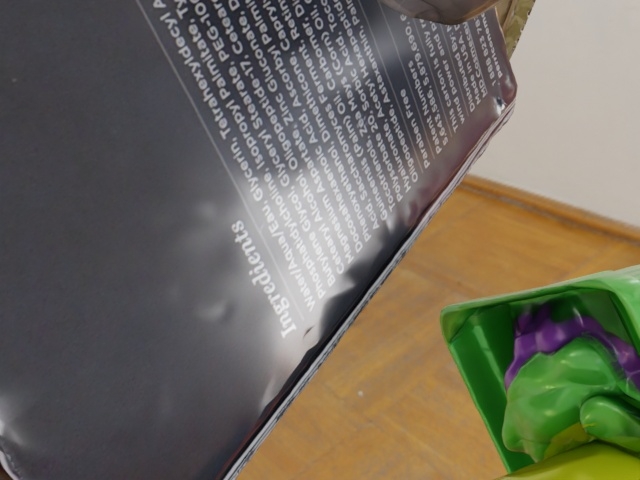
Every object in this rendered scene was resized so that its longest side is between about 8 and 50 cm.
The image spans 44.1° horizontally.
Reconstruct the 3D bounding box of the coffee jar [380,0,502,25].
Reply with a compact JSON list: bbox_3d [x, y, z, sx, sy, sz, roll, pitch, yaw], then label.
[{"bbox_3d":[0.083,-0.214,0.413,0.096,0.079,0.184,-17,53,67],"label":"coffee jar"}]

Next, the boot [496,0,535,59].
[{"bbox_3d":[0.061,-0.247,0.725,0.270,0.089,0.236,24,78,5],"label":"boot"}]

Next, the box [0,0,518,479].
[{"bbox_3d":[-0.191,-0.081,0.573,0.480,0.297,0.471,1,39,40],"label":"box"}]

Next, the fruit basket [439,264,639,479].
[{"bbox_3d":[0.209,0.211,0.582,0.392,0.392,0.283,-32,3,-23],"label":"fruit basket"}]
